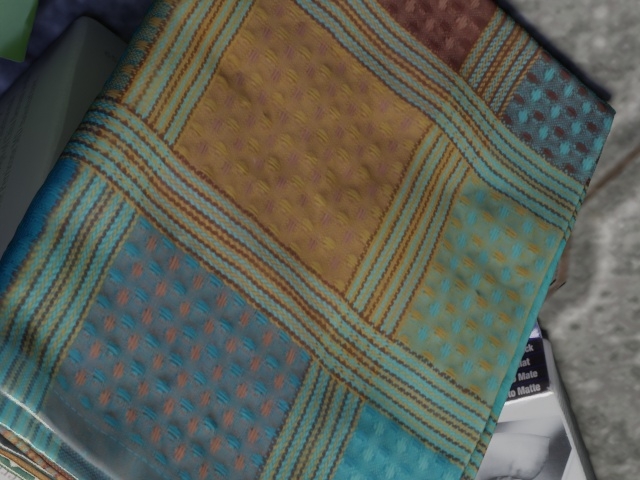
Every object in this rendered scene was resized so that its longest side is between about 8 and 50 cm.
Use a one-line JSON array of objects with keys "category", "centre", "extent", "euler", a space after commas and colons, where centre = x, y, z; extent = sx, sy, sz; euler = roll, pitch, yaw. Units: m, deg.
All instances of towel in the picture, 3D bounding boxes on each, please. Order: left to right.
[{"category": "towel", "centre": [0.000, 0.000, 0.927], "extent": [0.271, 0.370, 0.040], "euler": [39, 149, -23]}]

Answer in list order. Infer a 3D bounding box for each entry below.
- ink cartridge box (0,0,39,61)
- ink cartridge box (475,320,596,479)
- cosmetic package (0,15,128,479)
[{"category": "ink cartridge box", "centre": [-0.205, -0.206, 0.912], "extent": [0.188, 0.097, 0.255], "euler": [13, 116, -10]}, {"category": "ink cartridge box", "centre": [0.054, 0.142, 1.192], "extent": [0.223, 0.045, 0.224], "euler": [-16, 122, 13]}, {"category": "cosmetic package", "centre": [-0.228, 0.112, 1.072], "extent": [0.161, 0.230, 0.453], "euler": [38, 118, -22]}]
